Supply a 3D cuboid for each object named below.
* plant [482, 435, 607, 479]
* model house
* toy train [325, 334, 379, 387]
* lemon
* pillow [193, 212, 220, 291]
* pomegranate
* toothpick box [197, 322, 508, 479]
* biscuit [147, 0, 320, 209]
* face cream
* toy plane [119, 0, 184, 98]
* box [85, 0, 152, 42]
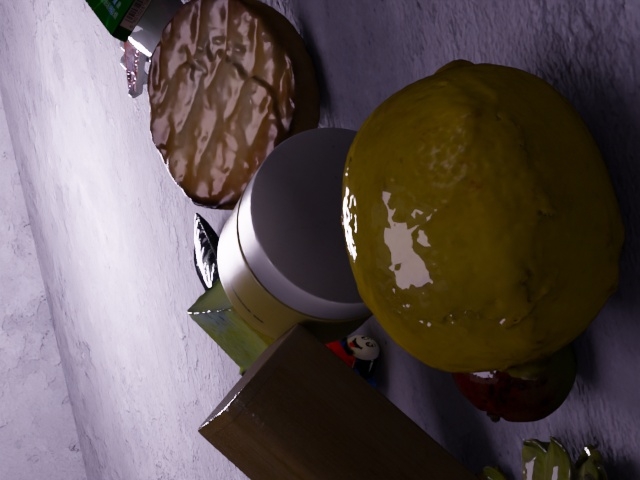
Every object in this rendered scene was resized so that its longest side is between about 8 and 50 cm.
[{"bbox_3d":[0.227,0.347,1.339,0.261,0.297,0.305,-12,75,37],"label":"plant"},{"bbox_3d":[-0.042,0.118,1.929,0.211,0.170,0.194,50,153,-13],"label":"model house"},{"bbox_3d":[0.022,0.212,1.816,0.082,0.131,0.204,-123,39,-48],"label":"toy train"},{"bbox_3d":[0.142,-0.022,1.222,0.260,0.261,0.283,-164,72,-64],"label":"lemon"},{"bbox_3d":[-0.167,0.069,2.248,0.141,0.055,0.208,94,153,-55],"label":"pillow"},{"bbox_3d":[0.195,0.105,1.346,0.129,0.129,0.159,39,129,55],"label":"pomegranate"},{"bbox_3d":[0.027,0.261,1.572,0.308,0.190,0.187,41,156,-2],"label":"toothpick box"},{"bbox_3d":[-0.117,-0.188,1.837,0.296,0.102,0.296,8,102,41],"label":"biscuit"},{"bbox_3d":[0.000,0.000,1.602,0.218,0.218,0.179,69,157,14],"label":"face cream"},{"bbox_3d":[-0.264,-0.339,2.120,0.252,0.118,0.252,14,108,52],"label":"toy plane"},{"bbox_3d":[-0.267,-0.428,2.038,0.235,0.034,0.132,-54,43,16],"label":"box"}]
